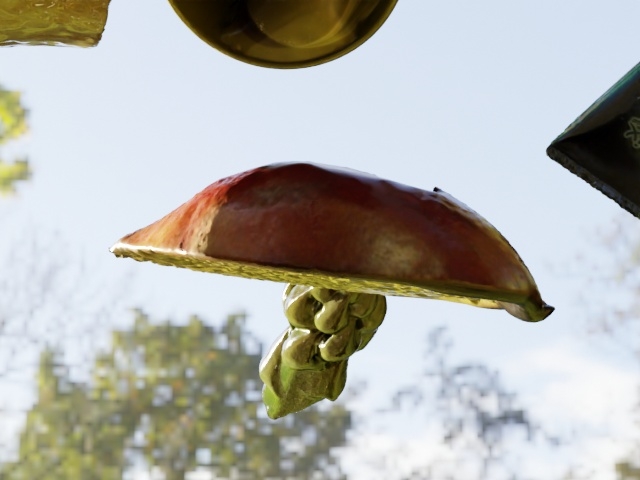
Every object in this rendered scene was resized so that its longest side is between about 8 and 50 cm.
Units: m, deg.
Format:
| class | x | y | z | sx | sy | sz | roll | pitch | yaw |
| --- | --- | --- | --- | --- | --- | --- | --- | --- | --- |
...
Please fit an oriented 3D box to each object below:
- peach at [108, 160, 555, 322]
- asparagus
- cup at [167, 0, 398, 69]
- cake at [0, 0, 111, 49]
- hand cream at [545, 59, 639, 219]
| class | x | y | z | sx | sy | sz | roll | pitch | yaw |
| --- | --- | --- | --- | --- | --- | --- | --- | --- | --- |
| peach | 0.002 | -0.004 | 1.056 | 0.279 | 0.068 | 0.189 | 8 | -7 | 25 |
| asparagus | 0.006 | 0.057 | 1.335 | 0.080 | 0.080 | 0.287 | 1 | -28 | -6 |
| cup | -0.030 | -0.185 | 0.984 | 0.177 | 0.155 | 0.131 | 18 | -61 | 1 |
| cake | -0.136 | -0.281 | 1.204 | 0.321 | 0.332 | 0.332 | -5 | -20 | -15 |
| hand cream | 0.285 | -0.107 | 1.424 | 0.120 | 0.270 | 0.061 | 37 | -34 | 10 |
